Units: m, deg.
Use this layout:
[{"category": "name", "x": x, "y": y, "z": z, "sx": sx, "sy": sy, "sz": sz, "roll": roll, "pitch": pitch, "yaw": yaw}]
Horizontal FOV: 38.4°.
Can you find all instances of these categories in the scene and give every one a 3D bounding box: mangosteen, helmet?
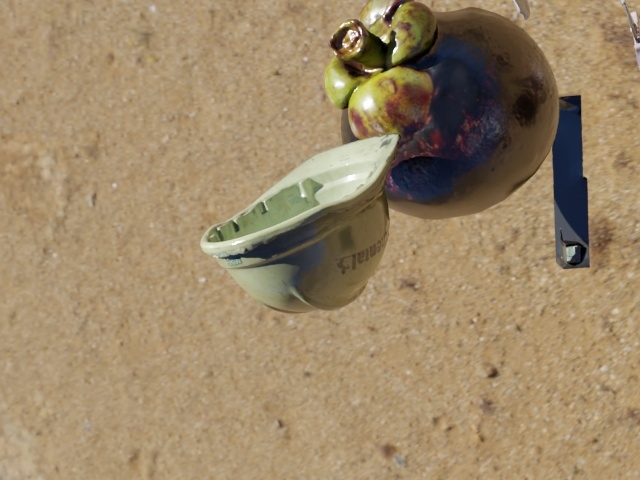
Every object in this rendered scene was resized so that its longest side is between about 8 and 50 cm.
[{"category": "mangosteen", "x": 0.152, "y": -0.183, "z": 1.206, "sx": 0.297, "sy": 0.297, "sz": 0.313, "roll": -38, "pitch": 87, "yaw": 37}, {"category": "helmet", "x": 0.004, "y": 0.001, "z": 0.999, "sx": 0.204, "sy": 0.257, "sz": 0.137, "roll": -7, "pitch": 114, "yaw": 48}]

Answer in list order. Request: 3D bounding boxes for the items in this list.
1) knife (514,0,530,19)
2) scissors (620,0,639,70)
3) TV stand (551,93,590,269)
[{"category": "knife", "x": 0.117, "y": -0.287, "z": 0.715, "sx": 0.032, "sy": 0.058, "sz": 0.244, "roll": -16, "pitch": 100, "yaw": 29}, {"category": "scissors", "x": 0.367, "y": -0.243, "z": 1.072, "sx": 0.015, "sy": 0.189, "sz": 0.100, "roll": -14, "pitch": 76, "yaw": 25}, {"category": "TV stand", "x": 0.370, "y": -0.087, "z": 1.361, "sx": 0.040, "sy": 0.049, "sz": 0.256, "roll": -5, "pitch": 102, "yaw": 2}]
